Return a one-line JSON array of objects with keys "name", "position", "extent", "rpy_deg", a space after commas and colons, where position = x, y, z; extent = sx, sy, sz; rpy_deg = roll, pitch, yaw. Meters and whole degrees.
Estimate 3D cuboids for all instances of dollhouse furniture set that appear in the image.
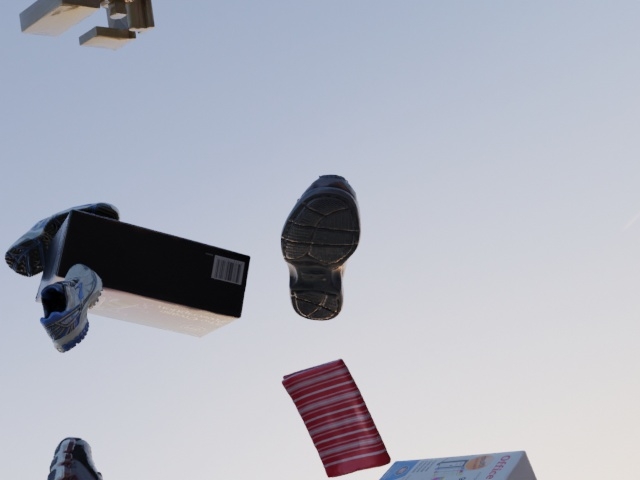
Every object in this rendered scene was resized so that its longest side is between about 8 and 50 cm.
[{"name": "dollhouse furniture set", "position": [-0.301, -0.332, 1.072], "extent": [0.151, 0.123, 0.144], "rpy_deg": [-5, -4, -44]}]

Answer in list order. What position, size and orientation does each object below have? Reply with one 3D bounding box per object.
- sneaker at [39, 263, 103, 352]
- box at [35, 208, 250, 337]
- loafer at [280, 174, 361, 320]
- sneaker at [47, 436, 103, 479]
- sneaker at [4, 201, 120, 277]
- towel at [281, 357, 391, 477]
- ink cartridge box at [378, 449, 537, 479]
[{"name": "sneaker", "position": [-0.293, 0.064, 0.970], "extent": [0.052, 0.135, 0.058], "rpy_deg": [-26, -56, 11]}, {"name": "box", "position": [-0.260, 0.056, 1.214], "extent": [0.261, 0.103, 0.184], "rpy_deg": [16, -19, -22]}, {"name": "loafer", "position": [0.000, 0.000, 1.200], "extent": [0.109, 0.095, 0.302], "rpy_deg": [7, -38, 1]}, {"name": "sneaker", "position": [-0.241, 0.343, 0.977], "extent": [0.162, 0.281, 0.106], "rpy_deg": [3, -60, -13]}, {"name": "sneaker", "position": [-0.403, -0.018, 1.313], "extent": [0.211, 0.081, 0.080], "rpy_deg": [-20, -60, 20]}, {"name": "towel", "position": [0.035, 0.424, 1.970], "extent": [0.199, 0.275, 0.031], "rpy_deg": [-23, 5, 35]}, {"name": "ink cartridge box", "position": [0.191, 0.418, 1.184], "extent": [0.233, 0.168, 0.171], "rpy_deg": [-17, 8, 38]}]
